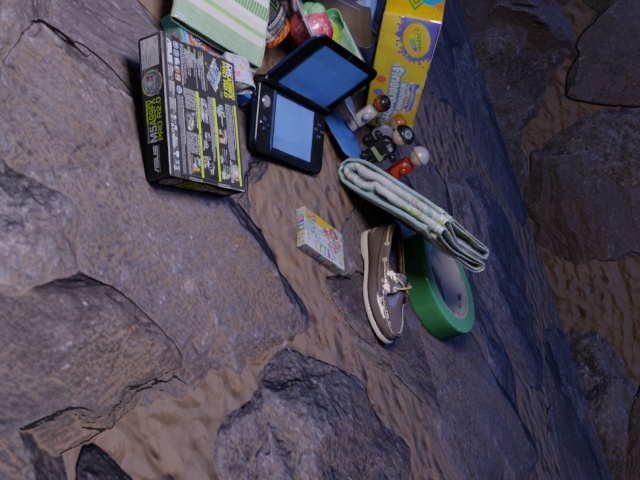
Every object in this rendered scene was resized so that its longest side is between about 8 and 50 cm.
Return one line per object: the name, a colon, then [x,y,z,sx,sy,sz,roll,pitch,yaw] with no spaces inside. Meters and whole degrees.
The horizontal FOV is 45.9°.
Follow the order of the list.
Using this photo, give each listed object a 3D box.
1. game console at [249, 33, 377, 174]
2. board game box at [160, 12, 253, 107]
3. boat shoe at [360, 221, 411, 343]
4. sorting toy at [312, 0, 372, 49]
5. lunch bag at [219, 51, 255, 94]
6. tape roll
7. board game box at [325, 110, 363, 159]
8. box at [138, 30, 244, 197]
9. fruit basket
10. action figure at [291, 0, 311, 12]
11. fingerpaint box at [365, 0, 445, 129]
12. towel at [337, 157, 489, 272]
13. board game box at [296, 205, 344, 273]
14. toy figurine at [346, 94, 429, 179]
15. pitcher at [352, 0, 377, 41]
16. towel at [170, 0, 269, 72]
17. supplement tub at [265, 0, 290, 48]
game console: [-0.009,-0.299,1.728,0.293,0.173,0.250,13,80,-58]
board game box: [-0.235,-0.381,1.605,0.210,0.047,0.160,3,68,-59]
boat shoe: [0.173,0.100,1.903,0.116,0.097,0.324,37,40,-44]
sorting toy: [0.060,-0.666,2.287,0.196,0.047,0.347,14,56,-22]
lunch bag: [-0.175,-0.345,1.578,0.083,0.053,0.071,0,71,-50]
tape roll: [0.344,0.127,2.207,0.321,0.077,0.321,41,36,-40]
board game box: [0.052,-0.277,2.048,0.168,0.033,0.133,60,26,8]
box: [-0.239,-0.229,1.419,0.216,0.060,0.270,8,74,-59]
fruit basket: [0.010,-0.508,1.928,0.353,0.165,0.327,54,13,-71]
action figure: [0.049,-0.755,2.060,0.178,0.330,0.341,56,24,-6]
fingerpaint box: [0.246,-0.601,2.178,0.445,0.163,0.371,98,3,-60]
towel: [0.249,-0.066,1.996,0.374,0.090,0.320,39,4,39]
board game box: [0.000,0.000,1.752,0.154,0.026,0.103,36,41,-44]
toy figurine: [0.191,-0.288,2.111,0.213,0.148,0.209,34,28,-54]
pitcher: [0.104,-0.752,2.425,0.178,0.125,0.207,6,74,-43]
towel: [-0.201,-0.552,1.622,0.248,0.038,0.325,25,63,-42]
supplement tub: [-0.163,-0.552,1.789,0.190,0.117,0.117,43,36,-37]
